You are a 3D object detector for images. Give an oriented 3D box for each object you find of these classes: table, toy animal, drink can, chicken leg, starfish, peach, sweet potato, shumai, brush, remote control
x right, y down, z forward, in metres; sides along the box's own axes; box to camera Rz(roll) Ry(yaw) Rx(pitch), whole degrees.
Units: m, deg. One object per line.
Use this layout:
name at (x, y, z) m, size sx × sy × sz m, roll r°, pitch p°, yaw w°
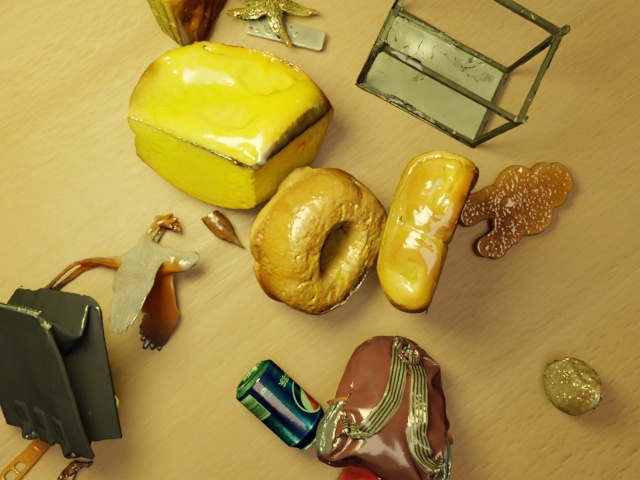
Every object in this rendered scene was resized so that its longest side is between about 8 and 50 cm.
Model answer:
table at (0.288, -0.395, 1.109) m, size 0.335 × 0.272 × 0.222 m, roll 26°, pitch 88°, yaw -5°
toy animal at (-0.429, 0.065, 1.139) m, size 0.284 × 0.225 × 0.302 m, roll 25°, pitch 74°, yaw 15°
drink can at (-0.087, 0.372, 1.154) m, size 0.205 × 0.118 × 0.118 m, roll 45°, pitch 86°, yaw -5°
chicken leg at (-0.560, 0.521, 1.155) m, size 0.083 × 0.021 × 0.036 m, roll -39°, pitch 84°, yaw -9°
starfish at (-0.109, -0.547, 1.174) m, size 0.208 × 0.053 × 0.176 m, roll 20°, pitch 68°, yaw -4°
peach at (-0.174, -0.240, 1.085) m, size 0.380 × 0.242 × 0.306 m, roll 16°, pitch 67°, yaw 4°
sweet potato at (-0.220, -0.023, 1.174) m, size 0.117 × 0.049 × 0.049 m, roll 44°, pitch 86°, yaw -10°
shumai at (0.623, 0.353, 1.233) m, size 0.116 × 0.145 × 0.145 m, roll 5°, pitch 90°, yaw -30°
brush at (-0.606, 0.435, 1.154) m, size 0.090 × 0.017 × 0.314 m, roll 43°, pitch 87°, yaw -2°
remote control at (-0.082, -0.485, 1.197) m, size 0.184 × 0.027 × 0.050 m, roll 13°, pitch 82°, yaw -1°

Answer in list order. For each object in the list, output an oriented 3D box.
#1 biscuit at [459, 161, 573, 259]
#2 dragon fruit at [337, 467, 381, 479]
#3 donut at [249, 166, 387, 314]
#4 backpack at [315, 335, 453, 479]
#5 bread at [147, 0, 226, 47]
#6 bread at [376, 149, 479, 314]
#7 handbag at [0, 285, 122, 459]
biscuit at (0.479, -0.085, 1.246) m, size 0.295 × 0.044 × 0.186 m, roll -29°, pitch 96°, yaw -4°
dragon fruit at (0.174, 0.570, 1.176) m, size 0.262 × 0.189 × 0.163 m, roll 1°, pitch 121°, yaw -9°
donut at (0.000, 0.000, 1.102) m, size 0.299 × 0.150 × 0.317 m, roll -17°, pitch 119°, yaw -33°
backpack at (0.161, 0.362, 1.116) m, size 0.283 × 0.197 × 0.317 m, roll 21°, pitch 60°, yaw -1°
bread at (-0.274, -0.530, 1.074) m, size 0.110 × 0.234 × 0.184 m, roll 33°, pitch 86°, yaw -2°
bread at (0.207, -0.010, 1.083) m, size 0.148 × 0.337 × 0.328 m, roll 21°, pitch 91°, yaw 13°
handbag at (-0.547, 0.261, 1.028) m, size 0.303 × 0.122 × 0.329 m, roll 3°, pitch 107°, yaw 31°
